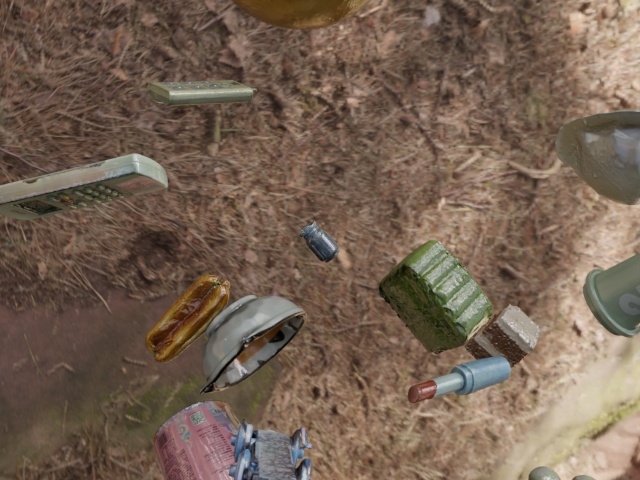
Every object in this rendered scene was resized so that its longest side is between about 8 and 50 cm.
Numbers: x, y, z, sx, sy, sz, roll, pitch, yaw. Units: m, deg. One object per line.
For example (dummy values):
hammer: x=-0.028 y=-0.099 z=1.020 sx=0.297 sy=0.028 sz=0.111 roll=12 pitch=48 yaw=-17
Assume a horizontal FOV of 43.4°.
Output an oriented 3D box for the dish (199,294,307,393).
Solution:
dish: x=-0.172 y=0.214 z=1.830 sx=0.303 sy=0.303 sz=0.120 roll=-37 pitch=73 yaw=-15

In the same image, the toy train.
toy train: x=-0.087 y=0.395 z=1.221 sx=0.131 sy=0.300 sz=0.202 roll=9 pitch=90 yaw=-3

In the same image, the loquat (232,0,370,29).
loquat: x=-0.014 y=-0.236 z=0.609 sx=0.163 sy=0.137 sz=0.163 roll=0 pitch=88 yaw=4

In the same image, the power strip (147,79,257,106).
power strip: x=-0.247 y=-0.325 z=1.767 sx=0.268 sy=0.092 sz=0.034 roll=-12 pitch=119 yaw=-40

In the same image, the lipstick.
lipstick: x=0.302 y=0.308 z=1.762 sx=0.274 sy=0.061 sz=0.068 roll=-8 pitch=118 yaw=-34

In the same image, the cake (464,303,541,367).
cake: x=0.480 y=0.256 z=2.100 sx=0.134 sy=0.135 sz=0.147 roll=41 pitch=121 yaw=11

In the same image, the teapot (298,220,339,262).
teapot: x=0.002 y=-0.001 z=1.629 sx=0.083 sy=0.049 sz=0.063 roll=49 pitch=49 yaw=-9

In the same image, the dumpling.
dumpling: x=0.630 y=-0.178 z=1.656 sx=0.243 sy=0.227 sz=0.175 roll=-3 pitch=53 yaw=1

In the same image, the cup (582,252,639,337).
cup: x=0.485 y=0.072 z=1.220 sx=0.120 sy=0.141 sz=0.120 roll=29 pitch=40 yaw=-28

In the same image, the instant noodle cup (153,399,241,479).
instant noodle cup: x=-0.234 y=0.497 z=1.740 sx=0.243 sy=0.231 sz=0.243 roll=-22 pitch=142 yaw=-18

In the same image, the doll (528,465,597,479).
doll: x=0.469 y=0.622 z=1.602 sx=0.235 sy=0.330 sz=0.174 roll=17 pitch=132 yaw=2

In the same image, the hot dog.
hot dog: x=-0.302 y=0.181 z=1.857 sx=0.249 sy=0.068 sz=0.100 roll=-45 pitch=73 yaw=9

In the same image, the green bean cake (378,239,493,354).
green bean cake: x=0.225 y=0.114 z=1.604 sx=0.113 sy=0.214 sz=0.200 roll=-37 pitch=88 yaw=-21

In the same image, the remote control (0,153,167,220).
remote control: x=-0.484 y=-0.103 z=1.613 sx=0.344 sy=0.145 sz=0.050 roll=-11 pitch=78 yaw=12
